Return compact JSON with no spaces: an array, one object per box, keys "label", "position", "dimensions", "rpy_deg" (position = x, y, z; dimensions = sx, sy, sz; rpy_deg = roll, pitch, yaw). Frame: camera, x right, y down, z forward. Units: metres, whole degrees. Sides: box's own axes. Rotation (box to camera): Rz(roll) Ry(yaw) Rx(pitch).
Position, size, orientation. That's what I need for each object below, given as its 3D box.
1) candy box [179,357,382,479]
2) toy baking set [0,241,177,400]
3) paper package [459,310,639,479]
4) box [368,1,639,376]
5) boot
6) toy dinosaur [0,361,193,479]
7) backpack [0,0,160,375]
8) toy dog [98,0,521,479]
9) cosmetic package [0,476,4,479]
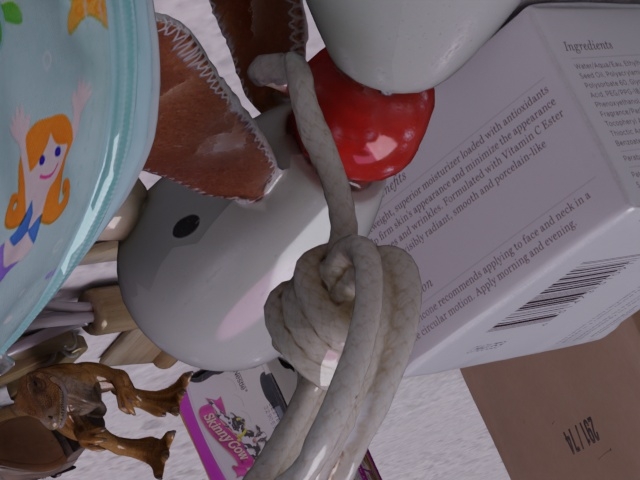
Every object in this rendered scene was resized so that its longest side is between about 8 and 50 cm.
[{"label":"candy box","position":[-0.011,0.173,1.384],"dimensions":[0.071,0.159,0.233],"rpy_deg":[-28,162,7]},{"label":"toy baking set","position":[-0.114,0.044,1.081],"dimensions":[0.196,0.030,0.256],"rpy_deg":[-21,163,-12]},{"label":"paper package","position":[0.258,0.133,1.369],"dimensions":[0.168,0.309,0.325],"rpy_deg":[-18,163,-18]},{"label":"box","position":[0.129,-0.028,1.040],"dimensions":[0.182,0.119,0.181],"rpy_deg":[-7,156,-45]},{"label":"boot","position":[-0.190,0.137,1.231],"dimensions":[0.087,0.042,0.118],"rpy_deg":[-33,164,36]},{"label":"toy dinosaur","position":[-0.133,0.086,1.085],"dimensions":[0.112,0.064,0.211],"rpy_deg":[18,167,-7]},{"label":"backpack","position":[-0.161,-0.037,0.456],"dimensions":[0.253,0.225,0.191],"rpy_deg":[-44,172,33]},{"label":"toy dog","position":[-0.014,-0.099,0.557],"dimensions":[0.220,0.161,0.334],"rpy_deg":[-90,-155,-69]},{"label":"cosmetic package","position":[-0.253,0.290,0.967],"dimensions":[0.217,0.156,0.385],"rpy_deg":[-27,-155,20]}]
